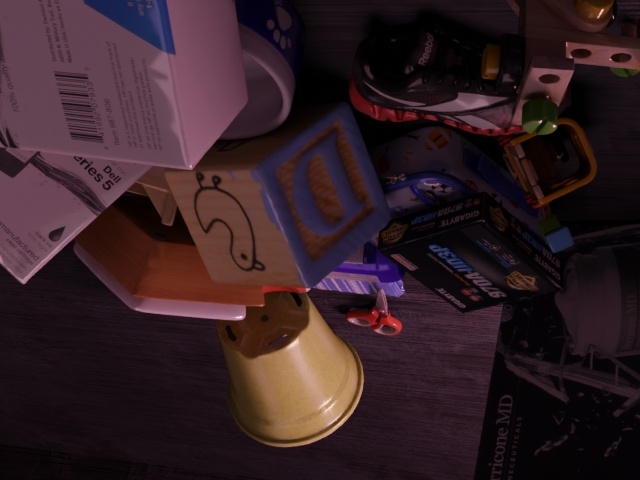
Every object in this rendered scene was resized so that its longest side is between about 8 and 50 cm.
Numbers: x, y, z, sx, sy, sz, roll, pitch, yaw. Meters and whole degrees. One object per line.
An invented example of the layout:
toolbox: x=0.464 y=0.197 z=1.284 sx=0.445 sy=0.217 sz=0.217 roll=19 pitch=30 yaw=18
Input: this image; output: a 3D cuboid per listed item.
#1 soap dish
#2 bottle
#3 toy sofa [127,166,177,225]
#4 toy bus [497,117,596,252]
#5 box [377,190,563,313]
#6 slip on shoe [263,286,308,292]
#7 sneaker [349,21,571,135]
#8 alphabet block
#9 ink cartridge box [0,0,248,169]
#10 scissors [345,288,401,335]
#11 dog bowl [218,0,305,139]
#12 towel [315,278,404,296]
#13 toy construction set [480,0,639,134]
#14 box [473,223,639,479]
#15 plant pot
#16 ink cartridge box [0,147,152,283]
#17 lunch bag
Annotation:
soap dish: x=-0.245 y=0.019 z=1.947 sx=0.229 sy=0.118 sz=0.291 roll=7 pitch=-164 yaw=-35
bottle: x=0.000 y=0.000 z=1.963 sx=0.283 sy=0.118 sz=0.092 roll=4 pitch=155 yaw=17
toy sofa: x=-0.359 y=-0.152 z=1.812 sx=0.363 sy=0.177 sz=0.150 roll=15 pitch=-179 yaw=-6
toy bus: x=0.297 y=-0.109 z=1.583 sx=0.104 sy=0.202 sz=0.191 roll=-25 pitch=139 yaw=7
box: x=0.214 y=0.021 z=1.729 sx=0.175 sy=0.051 sz=0.220 roll=-16 pitch=143 yaw=35
slip on shoe: x=-0.165 y=0.072 z=2.160 sx=0.331 sy=0.101 sz=0.123 roll=2 pitch=155 yaw=25
sneaker: x=0.162 y=-0.196 z=1.472 sx=0.276 sy=0.097 sz=0.135 roll=8 pitch=158 yaw=14
alphabet block: x=-0.056 y=-0.062 z=1.659 sx=0.197 sy=0.193 sz=0.192 roll=0 pitch=119 yaw=46
ink cartridge box: x=-0.303 y=-0.255 z=1.338 sx=0.395 sy=0.166 sz=0.285 roll=8 pitch=127 yaw=20
scissors: x=0.122 y=0.132 z=2.280 sx=0.109 sy=0.021 sz=0.297 roll=20 pitch=162 yaw=-6
dog bowl: x=-0.155 y=-0.236 z=1.536 sx=0.265 sy=0.104 sz=0.265 roll=11 pitch=156 yaw=5
towel: x=-0.033 y=0.027 z=2.154 sx=0.336 sy=0.040 sz=0.243 roll=6 pitch=157 yaw=20
toy construction set: x=0.294 y=-0.217 z=1.187 sx=0.257 sy=0.237 sz=0.309 roll=23 pitch=154 yaw=-21
box: x=0.514 y=0.242 z=1.796 sx=0.472 sy=0.479 sz=0.297 roll=-1 pitch=151 yaw=28
plant pot: x=-0.078 y=0.211 z=2.344 sx=0.276 sy=0.276 sz=0.254 roll=4 pitch=143 yaw=20
ink cartridge box: x=-0.370 y=-0.110 z=1.665 sx=0.273 sy=0.115 sz=0.198 roll=-41 pitch=104 yaw=12
lunch bag: x=0.181 y=-0.047 z=1.782 sx=0.243 sy=0.115 sz=0.303 roll=-16 pitch=145 yaw=44
